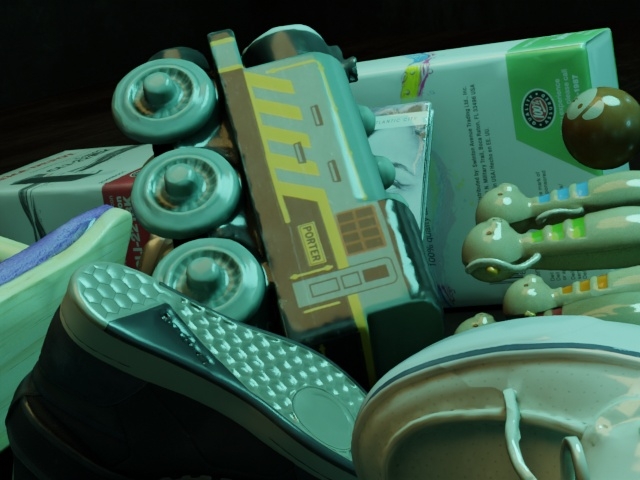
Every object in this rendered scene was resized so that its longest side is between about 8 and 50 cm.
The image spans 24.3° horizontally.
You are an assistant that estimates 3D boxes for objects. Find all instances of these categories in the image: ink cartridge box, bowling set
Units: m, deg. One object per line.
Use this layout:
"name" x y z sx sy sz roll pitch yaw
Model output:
"ink cartridge box" -0.213 -0.026 1.538 0.273 0.114 0.197 -3 15 32
"ink cartridge box" 0.106 -0.054 1.228 0.278 0.201 0.117 -5 12 22
"bowling set" 0.151 0.002 0.999 0.154 0.200 0.287 -8 9 13

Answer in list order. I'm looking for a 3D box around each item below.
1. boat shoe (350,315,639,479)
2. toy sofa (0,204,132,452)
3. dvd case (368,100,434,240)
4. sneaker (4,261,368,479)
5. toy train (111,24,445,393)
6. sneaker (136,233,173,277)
"boat shoe" 0.149 0.132 0.611 0.367 0.136 0.156 10 25 31
"toy sofa" -0.262 0.081 0.911 0.150 0.177 0.362 16 22 16
"dvd case" 0.000 0.000 1.135 0.164 0.221 0.018 -4 -27 23
"sneaker" -0.074 0.126 0.870 0.226 0.163 0.086 29 29 -8
"toy train" -0.034 -0.020 1.069 0.190 0.142 0.334 -14 53 -3
"sneaker" -0.063 0.026 1.320 0.115 0.105 0.281 25 21 13
